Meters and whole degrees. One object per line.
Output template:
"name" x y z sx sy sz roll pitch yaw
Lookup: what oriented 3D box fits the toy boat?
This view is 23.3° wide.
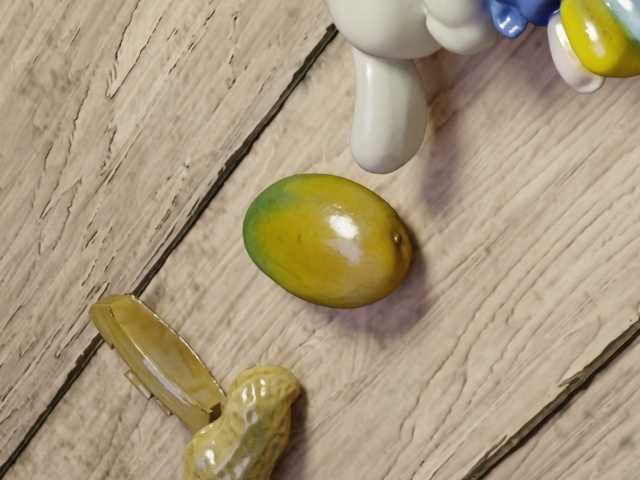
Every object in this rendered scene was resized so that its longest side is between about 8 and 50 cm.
"toy boat" -0.175 0.140 1.672 0.206 0.064 0.072 48 140 17

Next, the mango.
"mango" 0.000 0.000 1.489 0.194 0.092 0.130 2 106 46

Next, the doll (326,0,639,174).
"doll" 0.133 -0.259 1.275 0.365 0.187 0.376 -2 113 48

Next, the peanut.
"peanut" -0.084 0.211 1.597 0.093 0.083 0.194 27 103 20
